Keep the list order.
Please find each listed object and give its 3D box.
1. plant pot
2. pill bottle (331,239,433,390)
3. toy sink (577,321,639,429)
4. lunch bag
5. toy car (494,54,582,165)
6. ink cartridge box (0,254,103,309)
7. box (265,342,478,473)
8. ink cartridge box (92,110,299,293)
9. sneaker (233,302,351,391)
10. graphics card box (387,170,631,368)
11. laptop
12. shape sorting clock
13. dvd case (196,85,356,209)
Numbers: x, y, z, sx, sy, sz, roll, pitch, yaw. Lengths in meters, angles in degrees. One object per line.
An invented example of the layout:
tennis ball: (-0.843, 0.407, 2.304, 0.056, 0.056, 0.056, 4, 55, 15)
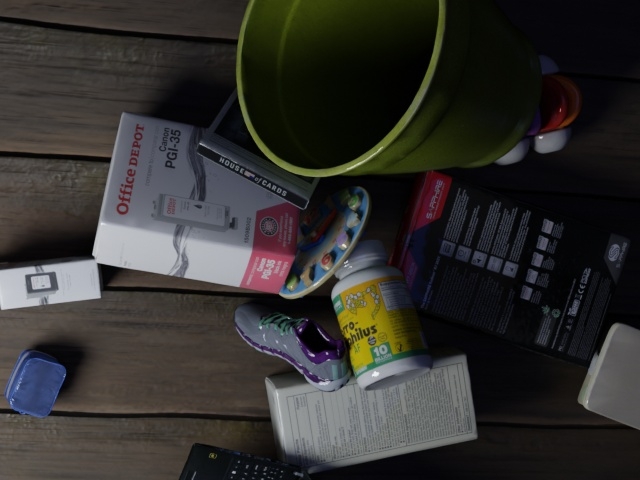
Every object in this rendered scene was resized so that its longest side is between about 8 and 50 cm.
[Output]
plant pot: (0.133, -0.248, 1.402, 0.353, 0.366, 0.367, 8, 92, -46)
pill bottle: (0.084, 0.110, 1.464, 0.117, 0.117, 0.208, -13, 72, -10)
toy sink: (0.531, 0.233, 1.636, 0.234, 0.131, 0.153, 21, 89, -16)
lunch bag: (-0.436, 0.219, 1.483, 0.067, 0.065, 0.098, 26, 87, -27)
toy car: (0.334, -0.212, 1.570, 0.182, 0.136, 0.159, -16, 96, -10)
ink cartridge box: (-0.420, 0.062, 1.457, 0.180, 0.104, 0.060, -6, 95, -10)
box: (0.078, 0.266, 1.554, 0.311, 0.121, 0.148, -8, 94, -10)
ink cartridge box: (-0.178, -0.054, 1.448, 0.282, 0.117, 0.207, 10, 58, -11)
sneaker: (-0.042, 0.135, 1.490, 0.223, 0.098, 0.083, 29, 50, 27)
graphics card box: (0.299, 0.046, 1.599, 0.370, 0.094, 0.233, 17, 90, -10)
laptop: (-0.099, 0.450, 1.467, 0.264, 0.137, 0.234, 16, 128, -11)
shape sorting clock: (0.000, 0.000, 1.483, 0.040, 0.206, 0.206, 40, 85, -19)
dvd case: (-0.060, -0.169, 1.466, 0.179, 0.030, 0.239, 27, 48, -3)
